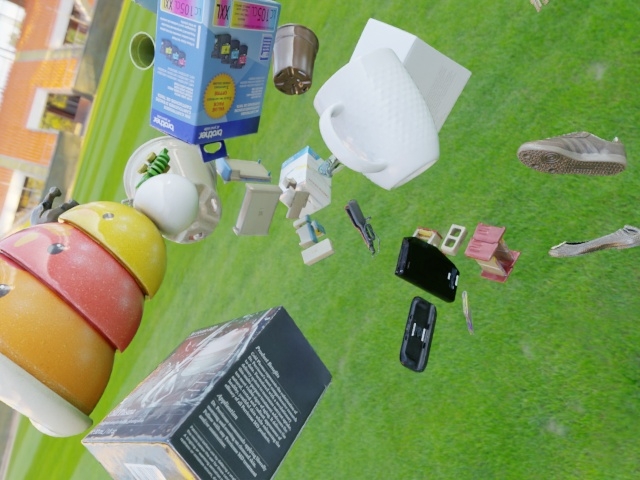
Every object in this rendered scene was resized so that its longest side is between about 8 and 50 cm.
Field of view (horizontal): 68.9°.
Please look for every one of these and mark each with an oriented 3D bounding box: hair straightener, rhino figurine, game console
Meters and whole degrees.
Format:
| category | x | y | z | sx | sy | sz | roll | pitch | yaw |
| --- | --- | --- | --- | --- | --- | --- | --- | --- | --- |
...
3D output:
| category | x | y | z | sx | sy | sz | roll | pitch | yaw |
| --- | --- | --- | --- | --- | --- | --- | --- | --- | --- |
| hair straightener | 0.153 | -0.048 | 1.661 | 0.089 | 0.047 | 0.231 | 117 | 136 | -61 |
| rhino figurine | -0.595 | 0.005 | 1.075 | 0.106 | 0.073 | 0.243 | -75 | -7 | -48 |
| game console | 0.282 | 0.180 | 1.311 | 0.044 | 0.213 | 0.362 | -19 | 48 | 56 |

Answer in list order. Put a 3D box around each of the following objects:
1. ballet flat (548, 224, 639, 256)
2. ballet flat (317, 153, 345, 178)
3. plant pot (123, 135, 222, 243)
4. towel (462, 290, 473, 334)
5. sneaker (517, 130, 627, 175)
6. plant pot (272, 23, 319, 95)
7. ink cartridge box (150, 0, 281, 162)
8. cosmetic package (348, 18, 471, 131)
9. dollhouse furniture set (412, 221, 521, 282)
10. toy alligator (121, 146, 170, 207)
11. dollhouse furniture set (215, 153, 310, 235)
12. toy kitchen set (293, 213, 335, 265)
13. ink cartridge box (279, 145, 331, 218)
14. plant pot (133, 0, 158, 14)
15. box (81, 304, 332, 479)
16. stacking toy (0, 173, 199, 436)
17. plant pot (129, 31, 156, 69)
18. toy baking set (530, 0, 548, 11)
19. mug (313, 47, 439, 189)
| category | x | y | z | sx | sy | sz | roll | pitch | yaw |
| --- | --- | --- | --- | --- | --- | --- | --- | --- | --- |
| ballet flat | 0.767 | 0.004 | 1.314 | 0.249 | 0.084 | 0.058 | -17 | 92 | 51 |
| ballet flat | 0.071 | -0.282 | 1.608 | 0.188 | 0.070 | 0.070 | -50 | 26 | -17 |
| plant pot | -0.484 | -0.153 | 1.602 | 0.334 | 0.333 | 0.305 | -64 | 35 | 17 |
| towel | 0.304 | 0.150 | 0.963 | 0.009 | 0.083 | 0.060 | -9 | 45 | 21 |
| sneaker | 0.461 | -0.166 | 0.863 | 0.066 | 0.188 | 0.071 | 88 | -166 | -63 |
| plant pot | -0.088 | -0.573 | 1.505 | 0.167 | 0.166 | 0.165 | -32 | 49 | 49 |
| ink cartridge box | -0.259 | -0.397 | 1.141 | 0.151 | 0.270 | 0.396 | 28 | 120 | 19 |
| cosmetic package | 0.362 | -0.694 | 2.034 | 0.329 | 0.393 | 0.328 | 49 | 119 | 43 |
| dollhouse furniture set | 0.592 | 0.022 | 1.920 | 0.374 | 0.201 | 0.152 | 18 | 72 | 46 |
| toy alligator | -0.401 | -0.151 | 1.100 | 0.051 | 0.056 | 0.190 | -7 | 49 | 43 |
| dollhouse furniture set | -0.256 | -0.188 | 1.841 | 0.303 | 0.286 | 0.198 | 51 | 129 | 40 |
| toy kitchen set | 0.000 | 0.000 | 1.859 | 0.122 | 0.166 | 0.207 | -27 | 61 | 17 |
| ink cartridge box | -0.067 | -0.253 | 2.050 | 0.168 | 0.171 | 0.233 | -28 | 39 | 30 |
| plant pot | -0.364 | -0.695 | 1.084 | 0.195 | 0.290 | 0.290 | -39 | 45 | 35 |
| box | -0.302 | 0.472 | 1.303 | 0.479 | 0.298 | 0.472 | -21 | 16 | 39 |
| stacking toy | -0.398 | 0.046 | 0.818 | 0.350 | 0.350 | 0.480 | -20 | 29 | 54 |
| plant pot | -0.402 | -0.455 | 1.132 | 0.083 | 0.079 | 0.084 | 7 | 107 | 24 |
| toy baking set | 0.780 | -0.964 | 1.689 | 0.030 | 0.256 | 0.197 | -23 | 18 | 10 |
| mug | 0.148 | -0.307 | 1.299 | 0.276 | 0.374 | 0.328 | -37 | 83 | 47 |
